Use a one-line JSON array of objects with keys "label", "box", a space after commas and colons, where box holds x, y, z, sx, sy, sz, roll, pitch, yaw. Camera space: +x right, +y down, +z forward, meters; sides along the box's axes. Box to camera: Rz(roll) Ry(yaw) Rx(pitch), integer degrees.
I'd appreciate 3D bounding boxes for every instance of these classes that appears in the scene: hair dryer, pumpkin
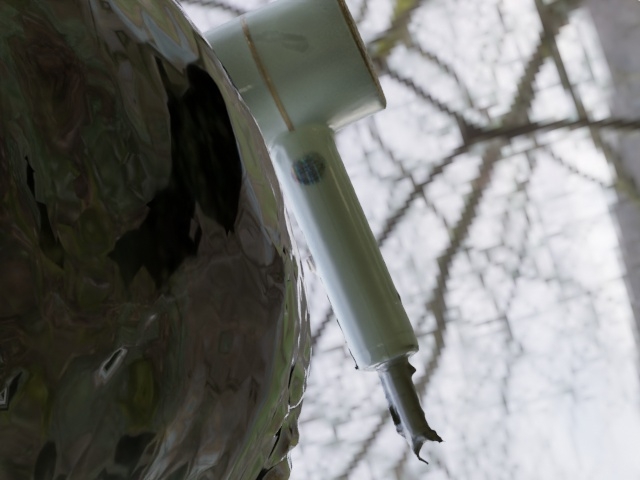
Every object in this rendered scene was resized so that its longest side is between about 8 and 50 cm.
[{"label": "hair dryer", "box": [0.000, 0.000, 1.441, 0.107, 0.173, 0.357, 41, -154, -76]}, {"label": "pumpkin", "box": [-0.221, 0.063, 0.686, 0.344, 0.454, 0.454, 48, -169, 27]}]
